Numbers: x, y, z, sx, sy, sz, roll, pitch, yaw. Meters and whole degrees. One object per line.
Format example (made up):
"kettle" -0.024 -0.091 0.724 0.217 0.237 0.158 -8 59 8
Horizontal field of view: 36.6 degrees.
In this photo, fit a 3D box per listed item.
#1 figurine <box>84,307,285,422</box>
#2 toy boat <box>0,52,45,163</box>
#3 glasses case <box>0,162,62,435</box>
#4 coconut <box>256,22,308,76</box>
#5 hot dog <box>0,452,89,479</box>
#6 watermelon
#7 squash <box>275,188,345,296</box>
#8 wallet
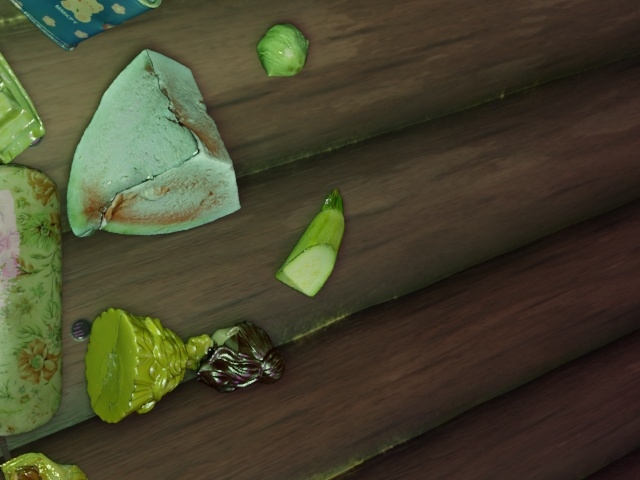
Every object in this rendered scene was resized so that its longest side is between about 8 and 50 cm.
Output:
"figurine" -0.220 0.198 1.647 0.315 0.168 0.187 -1 94 -41
"toy boat" -0.504 -0.241 1.363 0.111 0.084 0.276 -43 125 -18
"glasses case" -0.474 0.094 1.466 0.157 0.098 0.425 -6 107 -33
"coconut" -0.063 -0.314 1.615 0.088 0.088 0.096 32 81 -35
"hot dog" -0.446 0.400 1.597 0.169 0.061 0.078 24 90 -35
"watermelon" -0.223 -0.103 1.497 0.289 0.214 0.319 38 71 -36
"squash" 0.000 0.001 1.751 0.090 0.075 0.200 27 87 -9
"wallet" -0.339 -0.350 1.362 0.141 0.202 0.059 44 51 -34
